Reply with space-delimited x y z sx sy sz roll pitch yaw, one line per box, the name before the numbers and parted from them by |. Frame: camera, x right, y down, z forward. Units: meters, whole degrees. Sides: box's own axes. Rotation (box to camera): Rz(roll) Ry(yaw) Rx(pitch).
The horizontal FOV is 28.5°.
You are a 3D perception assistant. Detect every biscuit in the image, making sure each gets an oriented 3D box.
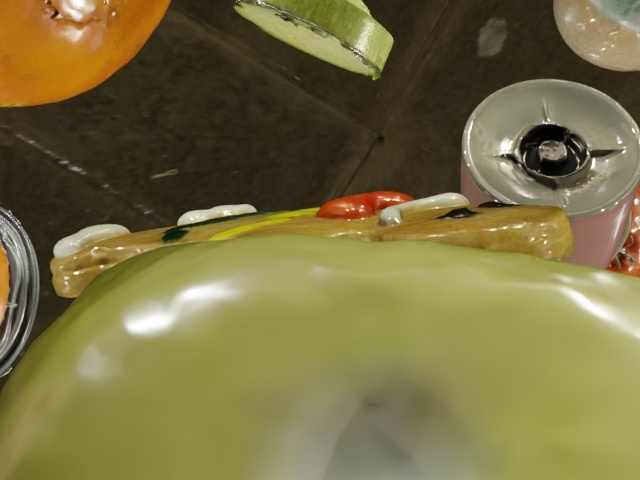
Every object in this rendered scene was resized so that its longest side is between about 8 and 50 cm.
biscuit | 0.000 -0.002 0.557 0.240 0.158 0.035 -4 97 38

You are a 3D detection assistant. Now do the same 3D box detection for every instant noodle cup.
instant noodle cup | -0.364 0.043 1.145 0.177 0.125 0.208 -27 68 26

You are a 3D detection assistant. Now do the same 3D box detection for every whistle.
whistle | 0.326 -0.330 1.368 0.189 0.189 0.348 -19 86 4

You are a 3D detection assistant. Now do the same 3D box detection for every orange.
orange | -0.242 -0.236 0.940 0.226 0.284 0.284 -21 95 44

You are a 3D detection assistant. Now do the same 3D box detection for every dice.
dice | 0.029 0.139 0.399 0.226 0.238 0.233 5 74 11

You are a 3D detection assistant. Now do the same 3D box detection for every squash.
squash | 0.009 -0.291 1.566 0.220 0.220 0.133 34 92 -1

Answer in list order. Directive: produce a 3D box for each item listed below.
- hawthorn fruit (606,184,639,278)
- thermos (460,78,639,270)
hawthorn fruit | 0.340 -0.019 1.591 0.211 0.299 0.211 -5 110 -13
thermos | 0.204 -0.007 1.112 0.176 0.265 0.146 -27 57 -13
